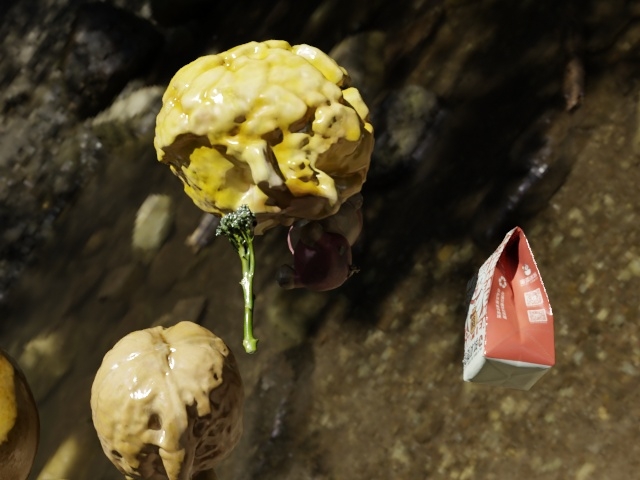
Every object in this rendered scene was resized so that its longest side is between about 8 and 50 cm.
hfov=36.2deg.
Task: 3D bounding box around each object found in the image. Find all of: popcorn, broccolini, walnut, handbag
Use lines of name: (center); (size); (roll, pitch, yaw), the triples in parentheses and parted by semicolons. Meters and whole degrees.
popcorn: (-0.097, -0.193, 1.817); (0.354, 0.390, 0.344); (-51, -5, -12)
broccolini: (-0.092, 0.050, 1.257); (0.054, 0.052, 0.194); (-13, 79, 12)
walnut: (-0.223, 0.251, 1.456); (0.257, 0.225, 0.256); (168, 90, -75)
handbag: (0.377, 0.132, 1.943); (0.171, 0.151, 0.298); (106, 173, -63)

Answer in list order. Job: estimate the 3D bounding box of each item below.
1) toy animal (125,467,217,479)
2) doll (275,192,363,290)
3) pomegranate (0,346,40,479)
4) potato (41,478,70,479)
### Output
toy animal: (-0.263, 0.394, 1.713); (0.169, 0.281, 0.195); (4, 26, 21)
doll: (-0.002, -0.003, 2.032); (0.196, 0.152, 0.256); (-23, 21, 23)
pomegranate: (-0.407, 0.209, 0.978); (0.264, 0.264, 0.264); (-43, 25, 26)
potato: (-0.342, 0.360, 1.239); (0.202, 0.117, 0.182); (-20, 14, 33)
